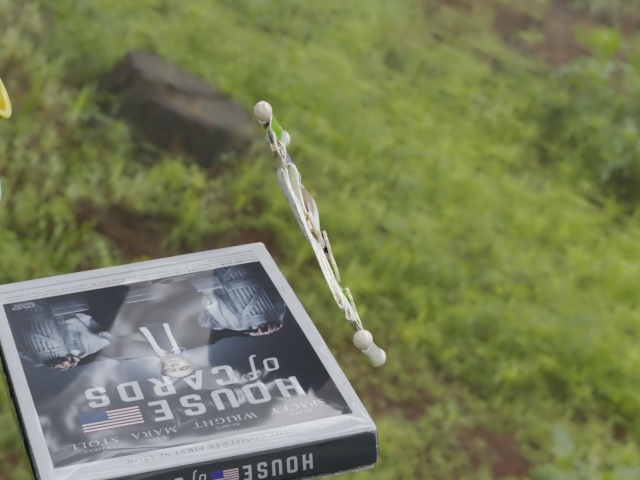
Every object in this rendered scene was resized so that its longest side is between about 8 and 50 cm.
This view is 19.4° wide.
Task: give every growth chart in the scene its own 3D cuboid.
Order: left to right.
[{"bbox_3d":[0.000,0.000,1.580,0.172,0.021,0.237,23,43,-86],"label":"growth chart"}]

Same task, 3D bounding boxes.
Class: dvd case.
[{"bbox_3d":[-0.087,0.073,1.058,0.179,0.030,0.239,-9,26,-14],"label":"dvd case"}]

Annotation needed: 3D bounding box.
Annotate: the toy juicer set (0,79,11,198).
[{"bbox_3d":[-0.285,-0.103,1.282,0.209,0.089,0.329,58,10,-30],"label":"toy juicer set"}]
